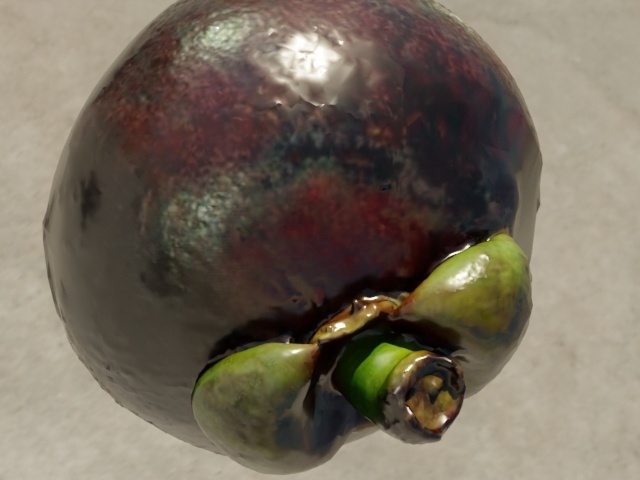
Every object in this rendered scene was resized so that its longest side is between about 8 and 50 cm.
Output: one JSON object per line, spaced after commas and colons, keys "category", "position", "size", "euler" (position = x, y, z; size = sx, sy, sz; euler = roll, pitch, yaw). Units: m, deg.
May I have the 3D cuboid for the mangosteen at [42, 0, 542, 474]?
{"category": "mangosteen", "position": [0.001, -0.007, 0.648], "size": [0.216, 0.216, 0.216], "euler": [20, 55, -31]}
